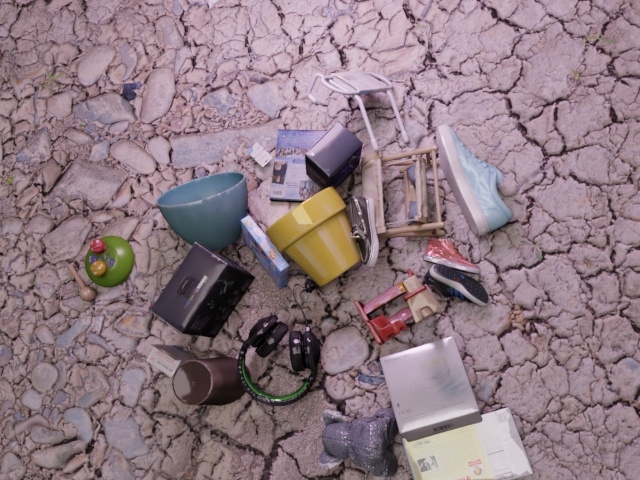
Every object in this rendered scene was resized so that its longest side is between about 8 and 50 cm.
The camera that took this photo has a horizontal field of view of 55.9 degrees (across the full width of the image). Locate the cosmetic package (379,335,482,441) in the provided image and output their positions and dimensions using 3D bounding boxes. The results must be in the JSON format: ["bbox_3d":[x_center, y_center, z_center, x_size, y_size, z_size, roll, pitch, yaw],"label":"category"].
[{"bbox_3d":[0.312,0.421,1.713,0.224,0.138,0.225,-19,57,8],"label":"cosmetic package"}]

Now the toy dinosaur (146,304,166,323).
[{"bbox_3d":[-0.539,0.242,2.028,0.090,0.047,0.082,-26,61,-28],"label":"toy dinosaur"}]

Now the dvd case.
[{"bbox_3d":[-0.070,-0.250,2.025,0.180,0.022,0.253,4,79,12],"label":"dvd case"}]

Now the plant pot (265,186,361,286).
[{"bbox_3d":[0.000,0.000,1.853,0.254,0.254,0.239,-34,88,4],"label":"plant pot"}]

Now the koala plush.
[{"bbox_3d":[0.098,0.576,1.740,0.221,0.203,0.196,1,78,25],"label":"koala plush"}]

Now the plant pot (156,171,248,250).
[{"bbox_3d":[-0.355,-0.080,1.946,0.290,0.290,0.195,-12,112,10],"label":"plant pot"}]

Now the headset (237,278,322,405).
[{"bbox_3d":[-0.104,0.308,1.865,0.243,0.185,0.394,21,94,0],"label":"headset"}]

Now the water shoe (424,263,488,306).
[{"bbox_3d":[0.410,0.141,1.819,0.203,0.080,0.073,33,48,-2],"label":"water shoe"}]

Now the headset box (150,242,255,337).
[{"bbox_3d":[-0.359,0.161,1.867,0.131,0.283,0.246,32,88,16],"label":"headset box"}]

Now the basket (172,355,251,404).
[{"bbox_3d":[-0.346,0.430,1.837,0.204,0.227,0.154,-10,76,11],"label":"basket"}]

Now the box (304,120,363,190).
[{"bbox_3d":[0.040,-0.254,1.890,0.108,0.207,0.153,43,83,8],"label":"box"}]

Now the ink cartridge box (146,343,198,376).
[{"bbox_3d":[-0.471,0.378,1.898,0.104,0.181,0.061,27,85,17],"label":"ink cartridge box"}]

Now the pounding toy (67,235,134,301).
[{"bbox_3d":[-0.766,0.080,2.064,0.237,0.110,0.183,-37,73,3],"label":"pounding toy"}]

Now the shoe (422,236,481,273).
[{"bbox_3d":[0.406,0.045,1.836,0.178,0.063,0.081,16,85,18],"label":"shoe"}]

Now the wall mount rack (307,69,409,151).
[{"bbox_3d":[0.138,-0.427,1.905,0.304,0.350,0.130,39,125,20],"label":"wall mount rack"}]

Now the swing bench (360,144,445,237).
[{"bbox_3d":[0.246,-0.138,1.857,0.254,0.165,0.253,-5,79,11],"label":"swing bench"}]

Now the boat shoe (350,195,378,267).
[{"bbox_3d":[0.121,-0.026,1.790,0.070,0.078,0.219,3,73,-24],"label":"boat shoe"}]

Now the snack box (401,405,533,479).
[{"bbox_3d":[0.413,0.610,1.717,0.322,0.060,0.187,-19,73,8],"label":"snack box"}]

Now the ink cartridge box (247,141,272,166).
[{"bbox_3d":[-0.203,-0.288,2.058,0.048,0.028,0.083,-44,73,1],"label":"ink cartridge box"}]

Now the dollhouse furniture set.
[{"bbox_3d":[0.207,0.182,1.693,0.201,0.374,0.152,-31,78,3],"label":"dollhouse furniture set"}]

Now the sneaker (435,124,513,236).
[{"bbox_3d":[0.473,-0.201,1.849,0.150,0.135,0.366,-21,83,0],"label":"sneaker"}]

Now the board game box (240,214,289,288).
[{"bbox_3d":[-0.177,0.039,1.916,0.039,0.160,0.211,-33,72,-17],"label":"board game box"}]
